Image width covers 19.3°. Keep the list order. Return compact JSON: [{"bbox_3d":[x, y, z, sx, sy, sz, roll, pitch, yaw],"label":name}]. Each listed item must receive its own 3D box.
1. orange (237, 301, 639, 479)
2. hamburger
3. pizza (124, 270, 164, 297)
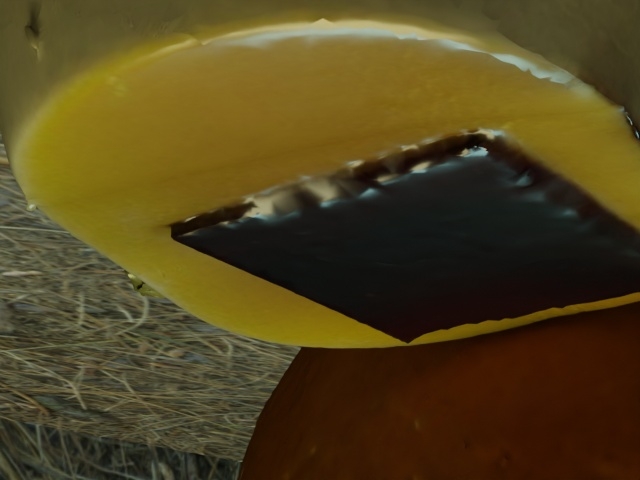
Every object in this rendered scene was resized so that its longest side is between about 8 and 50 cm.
[{"bbox_3d":[0.155,0.125,0.831,0.423,0.326,0.424,-21,159,-9],"label":"orange"},{"bbox_3d":[0.019,-0.066,0.587,0.227,0.151,0.295,-6,157,18],"label":"hamburger"},{"bbox_3d":[0.000,0.000,0.978,0.323,0.089,0.223,15,160,-32],"label":"pizza"}]
